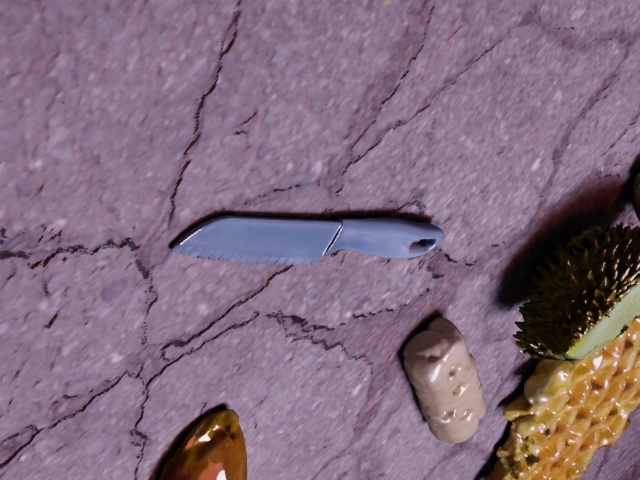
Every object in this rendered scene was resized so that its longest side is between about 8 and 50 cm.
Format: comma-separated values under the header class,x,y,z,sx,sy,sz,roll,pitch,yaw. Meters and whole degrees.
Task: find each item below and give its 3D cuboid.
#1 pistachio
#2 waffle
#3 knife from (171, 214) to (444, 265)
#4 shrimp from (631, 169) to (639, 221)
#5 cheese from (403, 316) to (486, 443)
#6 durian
class,x,y,z,sx,sy,sz,roll,pitch,yaw
pistachio,-0.092,0.208,1.150,0.089,0.049,0.173,-10,133,-52
waffle,0.281,0.191,1.675,0.281,0.058,0.301,-41,150,-18
knife,0.000,0.000,1.067,0.313,0.019,0.044,3,125,-55
shrimp,0.373,-0.079,1.485,0.166,0.049,0.161,-51,155,0
cheese,0.116,0.131,1.373,0.065,0.043,0.194,-49,151,-13
durian,0.260,0.030,1.404,0.220,0.137,0.095,-24,110,-31
